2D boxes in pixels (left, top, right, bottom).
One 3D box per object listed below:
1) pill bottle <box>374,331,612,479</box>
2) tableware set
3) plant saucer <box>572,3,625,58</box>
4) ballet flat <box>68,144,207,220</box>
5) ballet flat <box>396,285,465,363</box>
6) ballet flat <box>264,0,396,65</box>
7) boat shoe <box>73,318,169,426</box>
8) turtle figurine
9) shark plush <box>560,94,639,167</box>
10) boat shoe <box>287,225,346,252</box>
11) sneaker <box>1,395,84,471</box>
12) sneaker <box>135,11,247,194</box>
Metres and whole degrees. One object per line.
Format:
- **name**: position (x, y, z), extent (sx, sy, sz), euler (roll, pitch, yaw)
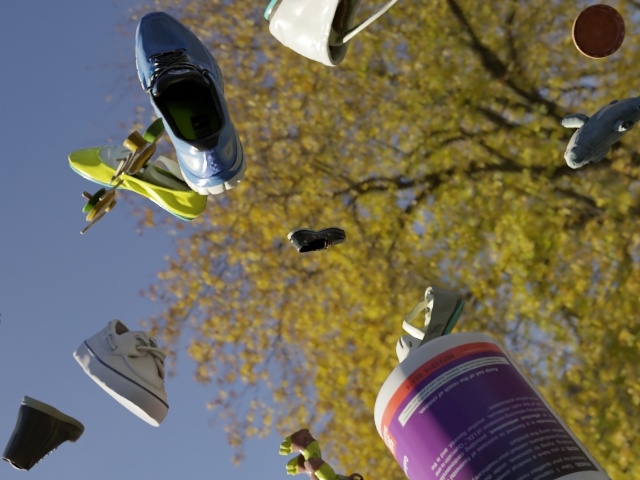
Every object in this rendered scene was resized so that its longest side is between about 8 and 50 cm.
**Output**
- **pill bottle**: position (0.204, 0.263, 1.217), extent (0.181, 0.323, 0.182), euler (-17, -46, -19)
- **tableware set**: position (-0.232, -0.079, 1.276), extent (0.154, 0.024, 0.104), euler (-50, -1, 44)
- **plant saucer**: position (0.433, -0.326, 1.725), extent (0.013, 0.083, 0.083), euler (-111, 45, -80)
- **ballet flat**: position (-0.284, -0.111, 1.759), extent (0.077, 0.231, 0.077), euler (-72, 9, -54)
- **ballet flat**: position (0.136, 0.138, 1.478), extent (0.213, 0.068, 0.072), euler (-59, -12, -49)
- **ballet flat**: position (0.068, -0.357, 1.300), extent (0.139, 0.139, 0.400), euler (-32, -14, -42)
- **boat shoe**: position (-0.240, 0.159, 1.414), extent (0.096, 0.267, 0.088), euler (43, -100, -20)
- **turtle figurine**: position (0.027, 0.391, 1.727), extent (0.087, 0.217, 0.269), euler (-42, -34, -7)
- **shark plush**: position (0.381, -0.143, 1.393), extent (0.073, 0.161, 0.067), euler (64, -168, -13)
- **boat shoe**: position (-0.001, 0.001, 2.050), extent (0.133, 0.042, 0.049), euler (-2, -39, -45)
- **sneaker**: position (-0.498, 0.353, 1.956), extent (0.222, 0.083, 0.118), euler (67, -134, -68)
- **sneaker**: position (-0.202, -0.236, 1.684), extent (0.129, 0.330, 0.147), euler (-23, -28, -8)
